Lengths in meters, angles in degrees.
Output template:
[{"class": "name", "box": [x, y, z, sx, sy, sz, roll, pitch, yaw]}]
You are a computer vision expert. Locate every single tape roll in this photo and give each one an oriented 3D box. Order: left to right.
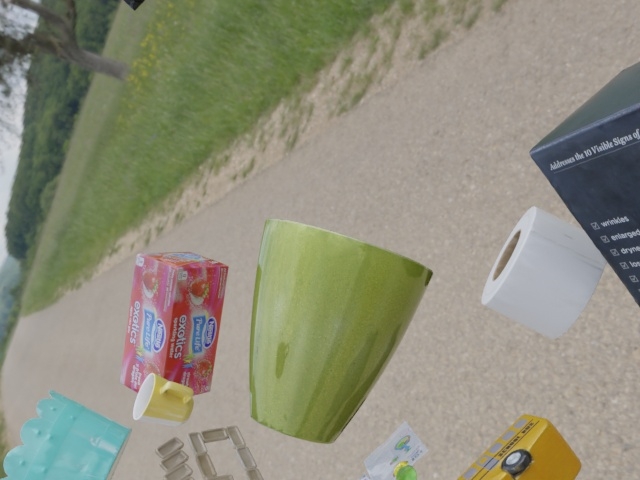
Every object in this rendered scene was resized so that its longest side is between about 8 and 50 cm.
[{"class": "tape roll", "box": [0.480, 0.069, 1.450, 0.246, 0.169, 0.246, -62, -7, -13]}]

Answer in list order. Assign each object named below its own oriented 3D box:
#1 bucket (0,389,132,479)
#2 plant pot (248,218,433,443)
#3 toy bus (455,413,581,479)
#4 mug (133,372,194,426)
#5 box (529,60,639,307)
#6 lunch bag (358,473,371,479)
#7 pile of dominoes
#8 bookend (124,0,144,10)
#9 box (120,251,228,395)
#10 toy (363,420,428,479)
[{"class": "bucket", "box": [-0.511, 0.458, 1.327, 0.281, 0.183, 0.281, -156, 90, -85]}, {"class": "plant pot", "box": [-0.001, 0.148, 1.033, 0.275, 0.275, 0.293, 4, 74, 68]}, {"class": "toy bus", "box": [0.300, 0.454, 1.160, 0.333, 0.108, 0.130, -38, 5, -16]}, {"class": "mug", "box": [-0.198, 0.212, 0.863, 0.078, 0.064, 0.062, -5, 61, 63]}, {"class": "box", "box": [0.670, -0.084, 1.008, 0.297, 0.471, 0.480, -41, 6, -19]}, {"class": "lunch bag", "box": [0.122, 0.620, 1.622, 0.071, 0.083, 0.053, 32, 59, 33]}, {"class": "pile of dominoes", "box": [-0.210, 0.480, 1.305, 0.251, 0.196, 0.040, 50, 129, 45]}, {"class": "bookend", "box": [-0.310, -0.417, 0.999, 0.072, 0.156, 0.157, -47, 17, 1]}, {"class": "box", "box": [-0.271, 0.156, 1.238, 0.123, 0.128, 0.256, 16, 100, 36]}, {"class": "toy", "box": [0.170, 0.480, 1.440, 0.137, 0.056, 0.237, -43, -2, -4]}]
